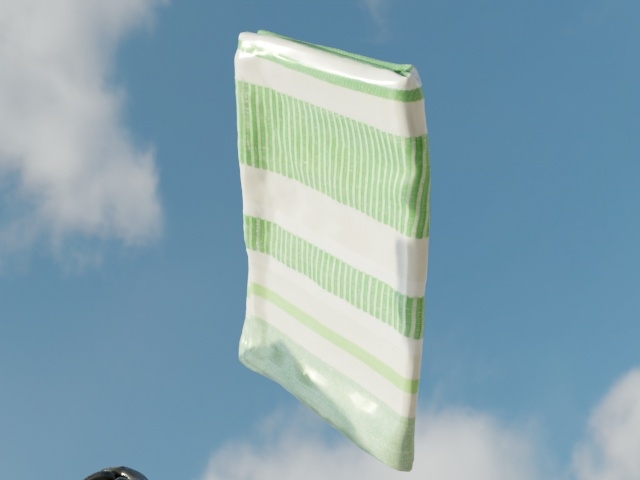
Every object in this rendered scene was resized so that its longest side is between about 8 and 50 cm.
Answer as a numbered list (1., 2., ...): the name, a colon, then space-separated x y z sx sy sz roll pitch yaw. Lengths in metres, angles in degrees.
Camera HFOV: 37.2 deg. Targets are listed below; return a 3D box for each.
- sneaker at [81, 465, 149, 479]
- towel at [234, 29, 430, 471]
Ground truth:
1. sneaker: -0.218 0.307 1.026 0.135 0.276 0.097 41 -119 -8
2. towel: 0.000 0.000 0.803 0.038 0.248 0.324 -12 -66 -34
